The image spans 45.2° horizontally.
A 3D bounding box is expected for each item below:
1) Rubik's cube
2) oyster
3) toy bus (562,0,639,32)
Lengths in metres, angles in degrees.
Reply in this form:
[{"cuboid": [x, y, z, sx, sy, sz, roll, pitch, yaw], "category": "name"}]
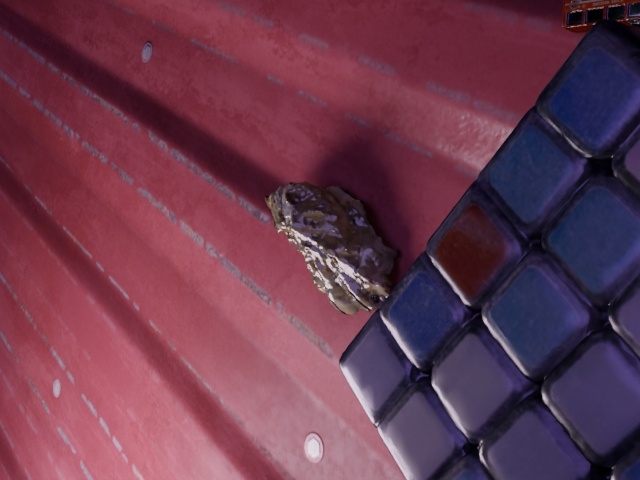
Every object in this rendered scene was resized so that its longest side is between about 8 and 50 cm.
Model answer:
[{"cuboid": [0.239, 0.084, 0.471, 0.292, 0.293, 0.287, -55, 50, 27], "category": "Rubik's cube"}, {"cuboid": [0.007, -0.001, 0.899, 0.133, 0.071, 0.209, -45, 57, 38], "category": "oyster"}, {"cuboid": [0.264, -0.205, 0.665, 0.110, 0.031, 0.043, 9, 95, 49], "category": "toy bus"}]
